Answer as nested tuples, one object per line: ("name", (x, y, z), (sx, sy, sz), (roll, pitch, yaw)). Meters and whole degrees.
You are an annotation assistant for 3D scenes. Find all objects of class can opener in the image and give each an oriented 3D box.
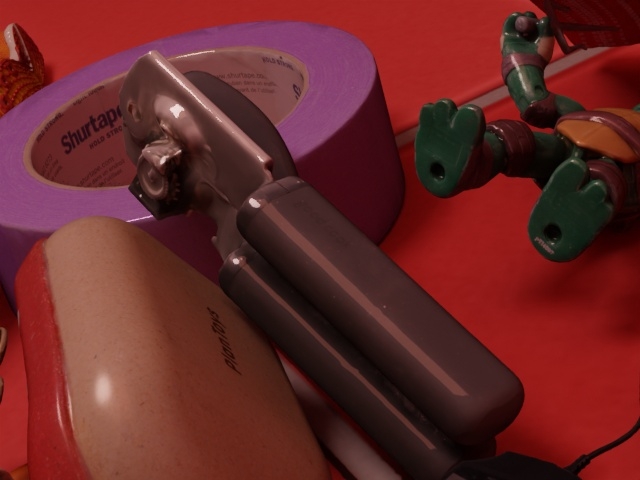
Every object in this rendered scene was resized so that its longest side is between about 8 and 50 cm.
("can opener", (0.000, 0.000, 0.721), (0.095, 0.076, 0.283), (-24, 57, -40))

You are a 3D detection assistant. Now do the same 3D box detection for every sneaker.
("sneaker", (-0.269, -0.126, 1.210), (0.067, 0.064, 0.175), (-35, 23, 7))

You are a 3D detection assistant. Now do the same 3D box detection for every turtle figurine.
("turtle figurine", (0.162, -0.062, 0.807), (0.175, 0.118, 0.234), (13, 25, 35))

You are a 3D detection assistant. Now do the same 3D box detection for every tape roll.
("tape roll", (-0.087, -0.045, 0.933), (0.275, 0.090, 0.274), (-12, 29, 7))

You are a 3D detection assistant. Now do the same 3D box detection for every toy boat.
("toy boat", (-0.096, 0.102, 0.666), (0.151, 0.151, 0.231), (-46, 28, 9))

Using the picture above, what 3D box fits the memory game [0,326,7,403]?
("memory game", (-0.194, 0.119, 0.671), (0.186, 0.012, 0.186), (-46, 26, 30))

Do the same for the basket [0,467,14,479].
("basket", (-0.206, 0.161, 0.486), (0.289, 0.254, 0.201), (15, 40, 14))

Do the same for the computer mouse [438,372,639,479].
("computer mouse", (0.118, 0.105, 0.633), (0.242, 0.041, 0.071), (-29, 40, -35))

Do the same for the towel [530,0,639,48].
("towel", (0.248, -0.143, 0.856), (0.275, 0.031, 0.199), (8, -4, 28))
